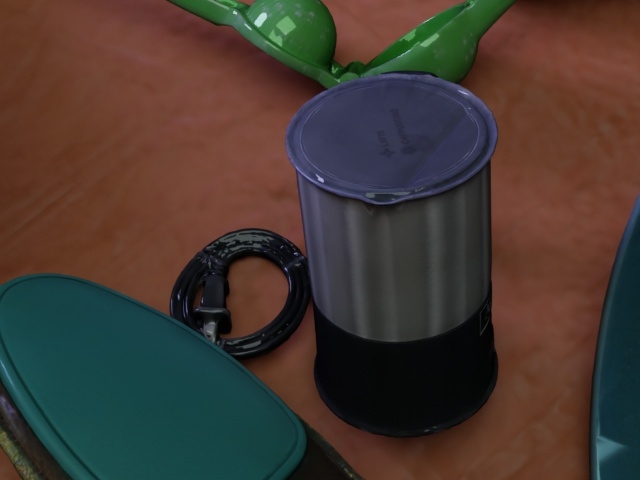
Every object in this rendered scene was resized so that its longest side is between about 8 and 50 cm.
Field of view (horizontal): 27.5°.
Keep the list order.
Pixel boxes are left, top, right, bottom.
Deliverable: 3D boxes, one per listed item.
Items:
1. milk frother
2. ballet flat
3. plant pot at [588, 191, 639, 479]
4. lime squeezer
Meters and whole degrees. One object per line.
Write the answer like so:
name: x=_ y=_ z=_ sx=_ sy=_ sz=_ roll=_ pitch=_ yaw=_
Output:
milk frother: x=0.000 y=0.000 z=0.563 sx=0.143 sy=0.134 sz=0.129 roll=-10 pitch=39 yaw=-4
ballet flat: x=-0.021 y=0.136 z=0.529 sx=0.348 sy=0.123 sz=0.123 roll=28 pitch=74 yaw=24
plant pot: x=0.269 y=0.083 z=0.472 sx=0.255 sy=0.271 sz=0.271 roll=3 pitch=71 yaw=-13
lime squeezer: x=0.009 y=-0.118 z=0.624 sx=0.310 sy=0.110 sz=0.059 roll=0 pitch=37 yaw=10
